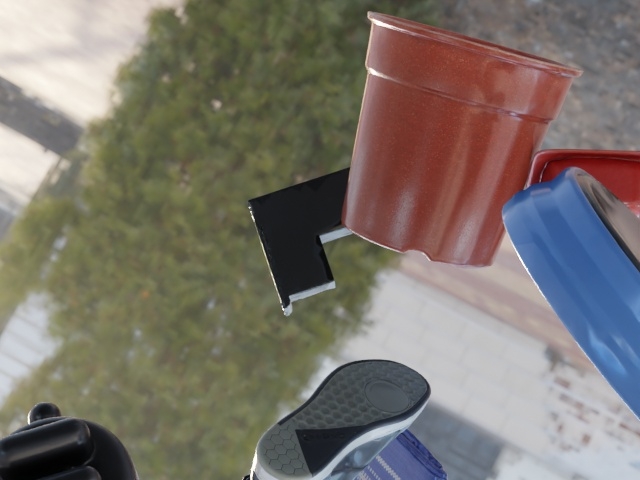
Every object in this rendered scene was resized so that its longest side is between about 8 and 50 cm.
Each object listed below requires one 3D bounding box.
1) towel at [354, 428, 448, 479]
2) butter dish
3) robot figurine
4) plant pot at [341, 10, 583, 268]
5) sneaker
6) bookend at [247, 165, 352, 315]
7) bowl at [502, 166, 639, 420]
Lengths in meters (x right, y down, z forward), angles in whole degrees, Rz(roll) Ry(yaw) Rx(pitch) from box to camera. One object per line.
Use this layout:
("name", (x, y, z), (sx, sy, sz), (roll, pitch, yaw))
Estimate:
("towel", (0.044, 0.391, 1.747), (0.040, 0.336, 0.243), (19, -170, -28))
("butter dish", (0.331, -0.030, 1.636), (0.160, 0.118, 0.160), (1, 150, 2))
("robot figurine", (-0.269, 0.297, 1.449), (0.173, 0.209, 0.278), (16, 146, 12))
("plant pot", (0.155, -0.119, 1.672), (0.272, 0.265, 0.272), (14, -169, -3))
("sneaker", (0.005, 0.213, 1.276), (0.086, 0.163, 0.226), (38, -138, 26))
("bookend", (0.000, 0.000, 1.826), (0.072, 0.157, 0.156), (81, 170, -78))
("bowl", (0.319, 0.091, 1.213), (0.391, 0.077, 0.391), (43, -164, -16))
